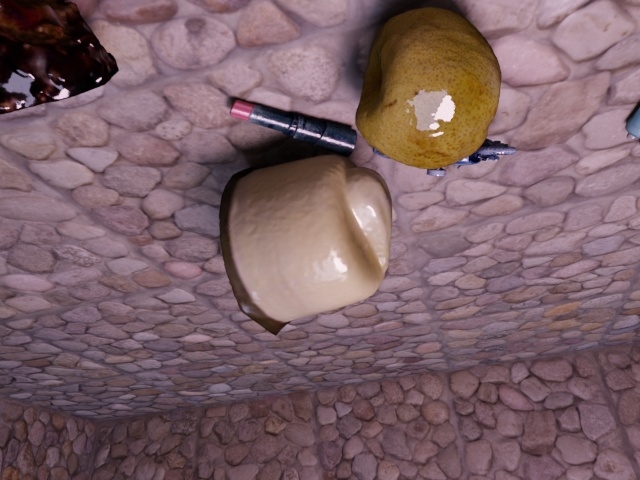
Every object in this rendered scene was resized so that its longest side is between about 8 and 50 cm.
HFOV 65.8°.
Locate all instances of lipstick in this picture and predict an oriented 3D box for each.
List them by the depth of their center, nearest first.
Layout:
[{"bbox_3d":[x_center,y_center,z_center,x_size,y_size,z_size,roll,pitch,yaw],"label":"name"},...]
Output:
[{"bbox_3d":[-0.049,-0.204,0.896,0.234,0.054,0.053,11,146,-20],"label":"lipstick"}]

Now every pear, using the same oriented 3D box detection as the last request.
[{"bbox_3d":[0.171,-0.223,0.753,0.211,0.189,0.229,9,133,-14],"label":"pear"}]

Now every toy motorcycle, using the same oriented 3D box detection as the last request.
[{"bbox_3d":[0.226,-0.172,0.929,0.254,0.092,0.135,2,-167,4],"label":"toy motorcycle"}]

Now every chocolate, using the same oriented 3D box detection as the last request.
[{"bbox_3d":[-0.389,-0.279,0.624,0.206,0.224,0.177,-5,126,3],"label":"chocolate"},{"bbox_3d":[0.000,0.000,0.958,0.296,0.315,0.326,-6,148,17],"label":"chocolate"}]

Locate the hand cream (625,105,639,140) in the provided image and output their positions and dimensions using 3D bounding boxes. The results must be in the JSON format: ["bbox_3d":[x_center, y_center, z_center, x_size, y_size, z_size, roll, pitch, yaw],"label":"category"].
[{"bbox_3d":[0.634,-0.268,0.893,0.083,0.048,0.224,4,143,-8],"label":"hand cream"}]
